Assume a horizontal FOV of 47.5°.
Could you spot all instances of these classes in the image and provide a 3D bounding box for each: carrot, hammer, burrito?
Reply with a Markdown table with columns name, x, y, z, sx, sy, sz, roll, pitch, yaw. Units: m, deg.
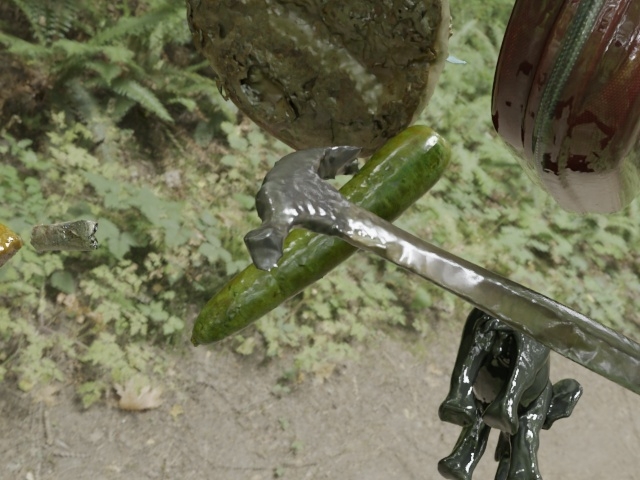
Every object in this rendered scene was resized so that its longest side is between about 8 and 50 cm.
| name | x | y | z | sx | sy | sz | roll | pitch | yaw |
| --- | --- | --- | --- | --- | --- | --- | --- | --- | --- |
| carrot | 0.000 | 0.000 | 0.806 | 0.074 | 0.358 | 0.074 | 49 | -7 | 8 |
| hammer | 0.102 | 0.036 | 0.391 | 0.297 | 0.027 | 0.125 | 27 | 37 | -5 |
| burrito | -0.424 | -0.007 | 1.210 | 0.042 | 0.171 | 0.051 | -1 | 89 | -58 |

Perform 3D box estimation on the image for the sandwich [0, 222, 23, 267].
| name | x | y | z | sx | sy | sz | roll | pitch | yaw |
| --- | --- | --- | --- | --- | --- | --- | --- | --- | --- |
| sandwich | -0.518 | -0.010 | 0.894 | 0.251 | 0.226 | 0.087 | 44 | 25 | -4 |

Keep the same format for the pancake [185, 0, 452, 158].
| name | x | y | z | sx | sy | sz | roll | pitch | yaw |
| --- | --- | --- | --- | --- | --- | --- | --- | --- | --- |
| pancake | -0.011 | -0.289 | 0.927 | 0.382 | 0.382 | 0.071 | 42 | 39 | 1 |

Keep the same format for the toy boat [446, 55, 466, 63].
| name | x | y | z | sx | sy | sz | roll | pitch | yaw |
| --- | --- | --- | --- | --- | --- | --- | --- | --- | --- |
| toy boat | 0.130 | -0.357 | 1.226 | 0.221 | 0.067 | 0.291 | 3 | 24 | -44 |

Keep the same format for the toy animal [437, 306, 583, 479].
| name | x | y | z | sx | sy | sz | roll | pitch | yaw |
| --- | --- | --- | --- | --- | --- | --- | --- | --- | --- |
| toy animal | 0.175 | 0.151 | 0.660 | 0.115 | 0.245 | 0.146 | 14 | 49 | 17 |

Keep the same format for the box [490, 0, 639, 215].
| name | x | y | z | sx | sy | sz | roll | pitch | yaw |
| --- | --- | --- | --- | --- | --- | --- | --- | --- | --- |
| box | 0.244 | -0.150 | 0.582 | 0.108 | 0.263 | 0.404 | 26 | 7 | 23 |
